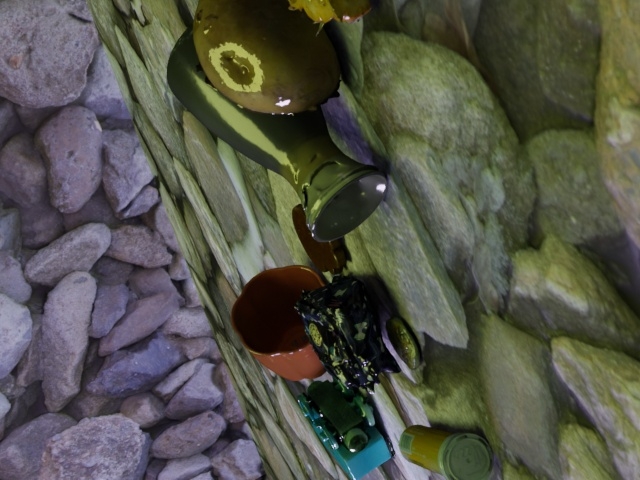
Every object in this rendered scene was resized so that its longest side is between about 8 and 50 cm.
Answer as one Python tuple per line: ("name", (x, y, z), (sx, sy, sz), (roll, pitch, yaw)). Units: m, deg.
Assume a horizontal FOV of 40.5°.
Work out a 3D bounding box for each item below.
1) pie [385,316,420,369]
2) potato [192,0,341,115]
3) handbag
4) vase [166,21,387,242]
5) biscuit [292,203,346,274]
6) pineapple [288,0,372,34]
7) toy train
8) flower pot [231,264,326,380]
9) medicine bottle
("pie", (0.122, 0.152, 1.280), (0.085, 0.017, 0.085), (56, 163, 27))
("potato", (-0.090, -0.254, 1.053), (0.243, 0.138, 0.098), (45, 160, 17))
("handbag", (0.040, 0.144, 1.358), (0.162, 0.113, 0.260), (63, 170, -9))
("vase", (-0.054, -0.150, 1.143), (0.321, 0.173, 0.173), (53, 161, 23))
("biscuit", (0.000, 0.000, 1.428), (0.175, 0.026, 0.124), (29, 143, 65))
("pineapple", (-0.027, -0.335, 0.915), (0.135, 0.079, 0.233), (33, 145, 66))
("toy train", (0.045, 0.357, 1.672), (0.203, 0.112, 0.163), (44, 160, 57))
("flower pot", (-0.050, 0.164, 1.594), (0.191, 0.190, 0.173), (53, 172, 35))
("medicine bottle", (0.174, 0.305, 1.257), (0.074, 0.073, 0.218), (64, 166, 1))
